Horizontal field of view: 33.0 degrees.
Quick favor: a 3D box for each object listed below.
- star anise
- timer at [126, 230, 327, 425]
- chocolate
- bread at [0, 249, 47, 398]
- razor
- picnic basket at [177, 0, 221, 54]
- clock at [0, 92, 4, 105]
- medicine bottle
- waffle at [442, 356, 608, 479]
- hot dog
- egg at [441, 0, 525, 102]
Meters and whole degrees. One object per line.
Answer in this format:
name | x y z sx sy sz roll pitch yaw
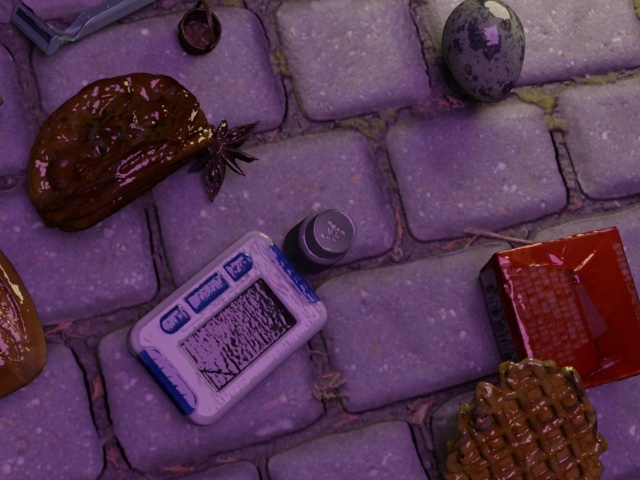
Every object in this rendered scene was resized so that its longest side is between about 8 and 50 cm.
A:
star anise | -0.151 -0.119 1.590 0.124 0.056 0.129 4 79 7
timer | -0.131 0.123 1.525 0.253 0.078 0.178 -39 94 -22
chocolate | 0.381 0.119 1.690 0.234 0.108 0.238 -13 80 -21
bread | -0.449 0.092 1.406 0.140 0.106 0.236 -29 87 -21
razor | -0.306 -0.344 1.595 0.277 0.056 0.111 -28 52 -29
picnic basket | -0.177 -0.318 1.611 0.072 0.083 0.072 5 76 -19
clock | -0.508 -0.232 1.417 0.197 0.197 0.068 46 76 -4
medicine bottle | 0.000 0.000 1.571 0.080 0.130 0.080 5 75 -18
waffle | 0.307 0.299 1.583 0.262 0.060 0.281 13 108 -21
hot dog | -0.284 -0.127 1.498 0.272 0.122 0.196 -34 55 -20
egg | 0.264 -0.306 1.737 0.132 0.132 0.172 -11 91 -21
